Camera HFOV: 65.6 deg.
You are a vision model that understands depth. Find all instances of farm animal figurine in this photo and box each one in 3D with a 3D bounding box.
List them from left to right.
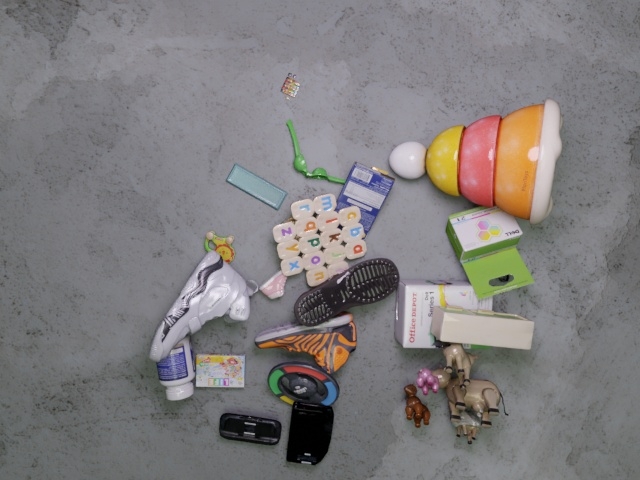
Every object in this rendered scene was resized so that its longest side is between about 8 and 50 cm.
[{"bbox_3d":[0.423,0.450,1.546,0.327,0.172,0.330,23,128,-7],"label":"farm animal figurine"}]

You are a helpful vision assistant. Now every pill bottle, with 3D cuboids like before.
[{"bbox_3d":[-0.451,0.393,1.550,0.112,0.112,0.186,-7,93,-2],"label":"pill bottle"}]

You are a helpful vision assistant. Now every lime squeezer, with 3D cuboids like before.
[{"bbox_3d":[-0.013,-0.238,1.565,0.310,0.059,0.110,39,61,-3],"label":"lime squeezer"}]

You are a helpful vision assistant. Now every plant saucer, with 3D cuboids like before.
[{"bbox_3d":[-0.202,-0.169,1.570,0.192,0.018,0.067,29,92,-5],"label":"plant saucer"}]

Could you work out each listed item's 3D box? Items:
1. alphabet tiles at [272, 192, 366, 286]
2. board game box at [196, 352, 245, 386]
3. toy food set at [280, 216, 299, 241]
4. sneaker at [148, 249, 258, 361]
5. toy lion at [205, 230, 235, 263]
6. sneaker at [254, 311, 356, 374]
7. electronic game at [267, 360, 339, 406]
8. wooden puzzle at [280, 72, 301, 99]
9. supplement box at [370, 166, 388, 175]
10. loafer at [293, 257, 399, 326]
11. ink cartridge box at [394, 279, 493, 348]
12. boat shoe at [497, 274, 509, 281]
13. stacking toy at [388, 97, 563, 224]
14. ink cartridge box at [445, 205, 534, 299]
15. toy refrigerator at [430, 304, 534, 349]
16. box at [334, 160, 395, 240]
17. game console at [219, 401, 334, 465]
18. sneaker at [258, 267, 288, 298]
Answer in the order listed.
[{"bbox_3d":[0.000,0.000,1.542,0.278,0.021,0.284,-15,110,-9],"label":"alphabet tiles"},{"bbox_3d":[-0.320,0.417,1.599,0.154,0.026,0.103,1,94,-3],"label":"board game box"},{"bbox_3d":[-0.094,-0.027,1.582,0.083,0.020,0.083,-31,95,0],"label":"toy food set"},{"bbox_3d":[-0.342,0.227,1.488,0.210,0.137,0.365,33,68,-12],"label":"sneaker"},{"bbox_3d":[-0.317,0.026,1.574,0.100,0.034,0.096,14,101,-3],"label":"toy lion"},{"bbox_3d":[-0.039,0.341,1.557,0.321,0.124,0.180,-10,93,-2],"label":"sneaker"},{"bbox_3d":[-0.054,0.454,1.551,0.229,0.048,0.229,7,130,9],"label":"electronic game"},{"bbox_3d":[-0.093,-0.481,1.559,0.049,0.006,0.083,25,92,-4],"label":"wooden puzzle"},{"bbox_3d":[0.173,-0.185,1.571,0.055,0.043,0.083,22,92,-4],"label":"supplement box"},{"bbox_3d":[0.073,0.149,1.551,0.366,0.130,0.133,-19,94,-17],"label":"loafer"},{"bbox_3d":[0.385,0.232,1.570,0.278,0.117,0.201,1,94,-3],"label":"ink cartridge box"},{"bbox_3d":[0.572,0.071,1.606,0.049,0.040,0.142,-27,95,0],"label":"boat shoe"},{"bbox_3d":[0.437,-0.241,1.463,0.480,0.351,0.350,8,94,22],"label":"stacking toy"},{"bbox_3d":[0.521,0.025,1.514,0.189,0.097,0.255,-17,60,-1],"label":"ink cartridge box"},{"bbox_3d":[0.474,0.252,1.467,0.270,0.102,0.094,6,94,-5],"label":"toy refrigerator"},{"bbox_3d":[0.122,-0.119,1.549,0.137,0.036,0.225,23,117,-4],"label":"box"},{"bbox_3d":[-0.144,0.603,1.591,0.362,0.044,0.213,8,109,0],"label":"game console"},{"bbox_3d":[-0.125,0.132,1.578,0.134,0.051,0.070,-41,97,3],"label":"sneaker"}]
